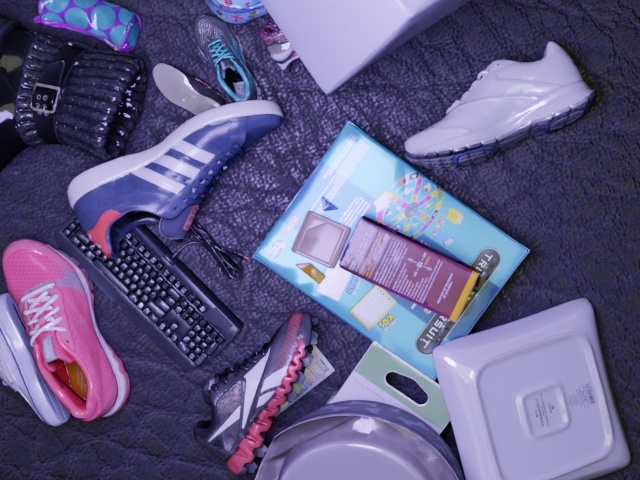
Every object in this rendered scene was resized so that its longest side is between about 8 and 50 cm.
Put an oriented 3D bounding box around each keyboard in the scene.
[{"bbox_3d":[-0.245,0.039,1.918,0.317,0.033,0.201,44,95,-1],"label":"keyboard"}]

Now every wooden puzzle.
[{"bbox_3d":[0.000,0.000,1.832,0.079,0.014,0.116,30,95,-3],"label":"wooden puzzle"}]

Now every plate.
[{"bbox_3d":[0.330,0.254,1.848,0.278,0.045,0.277,-16,94,-17],"label":"plate"}]

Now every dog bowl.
[{"bbox_3d":[0.061,0.396,1.832,0.349,0.102,0.348,4,110,11],"label":"dog bowl"}]

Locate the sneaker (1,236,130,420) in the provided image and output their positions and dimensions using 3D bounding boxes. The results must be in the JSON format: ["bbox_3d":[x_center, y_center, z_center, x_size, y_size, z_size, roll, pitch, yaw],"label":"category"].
[{"bbox_3d":[-0.397,0.136,1.874,0.116,0.136,0.313,-29,92,10],"label":"sneaker"}]

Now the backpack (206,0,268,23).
[{"bbox_3d":[-0.108,-0.415,1.840,0.173,0.117,0.158,-24,91,7],"label":"backpack"}]

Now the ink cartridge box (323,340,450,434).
[{"bbox_3d":[0.088,0.286,1.889,0.171,0.056,0.235,34,102,1],"label":"ink cartridge box"}]

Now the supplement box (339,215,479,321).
[{"bbox_3d":[0.127,0.039,1.781,0.188,0.104,0.080,25,94,1],"label":"supplement box"}]

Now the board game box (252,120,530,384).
[{"bbox_3d":[0.106,0.017,1.873,0.336,0.079,0.253,36,95,0],"label":"board game box"}]

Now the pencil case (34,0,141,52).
[{"bbox_3d":[-0.356,-0.340,1.882,0.152,0.064,0.070,19,69,2],"label":"pencil case"}]

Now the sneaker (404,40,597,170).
[{"bbox_3d":[0.260,-0.197,1.853,0.297,0.111,0.129,-23,77,0],"label":"sneaker"}]

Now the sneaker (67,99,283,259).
[{"bbox_3d":[-0.198,-0.084,1.843,0.350,0.131,0.148,-27,77,6],"label":"sneaker"}]

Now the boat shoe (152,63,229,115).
[{"bbox_3d":[-0.200,-0.229,1.894,0.133,0.042,0.049,35,115,0],"label":"boat shoe"}]

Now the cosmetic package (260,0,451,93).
[{"bbox_3d":[0.112,-0.467,1.655,0.394,0.329,0.327,-35,92,-22],"label":"cosmetic package"}]

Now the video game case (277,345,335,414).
[{"bbox_3d":[-0.051,0.207,1.928,0.122,0.011,0.087,-38,92,5],"label":"video game case"}]

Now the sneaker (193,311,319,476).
[{"bbox_3d":[-0.104,0.219,1.875,0.135,0.097,0.276,29,97,-1],"label":"sneaker"}]

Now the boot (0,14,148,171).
[{"bbox_3d":[-0.431,-0.154,1.858,0.260,0.131,0.348,22,94,5],"label":"boot"}]

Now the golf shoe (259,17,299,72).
[{"bbox_3d":[0.003,-0.327,1.872,0.186,0.067,0.086,-27,123,0],"label":"golf shoe"}]

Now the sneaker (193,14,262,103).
[{"bbox_3d":[-0.142,-0.273,1.869,0.065,0.076,0.166,-31,91,4],"label":"sneaker"}]

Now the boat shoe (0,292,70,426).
[{"bbox_3d":[-0.469,0.196,1.925,0.076,0.083,0.226,-28,80,16],"label":"boat shoe"}]
